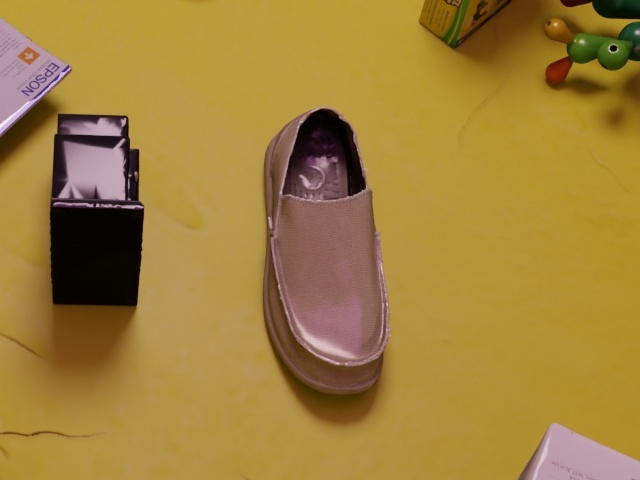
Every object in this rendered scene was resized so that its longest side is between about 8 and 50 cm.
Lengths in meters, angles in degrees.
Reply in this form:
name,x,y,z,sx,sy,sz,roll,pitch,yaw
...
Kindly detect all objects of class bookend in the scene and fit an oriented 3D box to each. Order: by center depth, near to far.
name,x,y,z,sx,sy,sz,roll,pitch,yaw
bookend,-0.182,-0.051,1.237,0.072,0.156,0.157,1,59,-8

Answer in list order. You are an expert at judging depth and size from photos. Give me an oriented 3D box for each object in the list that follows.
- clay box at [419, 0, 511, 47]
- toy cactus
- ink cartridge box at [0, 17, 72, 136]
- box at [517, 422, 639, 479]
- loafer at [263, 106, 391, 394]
name,x,y,z,sx,sy,sz,roll,pitch,yaw
clay box,0.168,-0.291,1.398,0.053,0.222,0.127,41,62,15
toy cactus,0.313,-0.187,1.449,0.219,0.112,0.180,38,42,16
ink cartridge box,-0.370,-0.134,1.319,0.224,0.045,0.223,36,61,11
box,0.214,0.266,1.138,0.181,0.119,0.182,24,58,5
loafer,0.000,0.000,1.274,0.102,0.092,0.269,-5,61,-12
